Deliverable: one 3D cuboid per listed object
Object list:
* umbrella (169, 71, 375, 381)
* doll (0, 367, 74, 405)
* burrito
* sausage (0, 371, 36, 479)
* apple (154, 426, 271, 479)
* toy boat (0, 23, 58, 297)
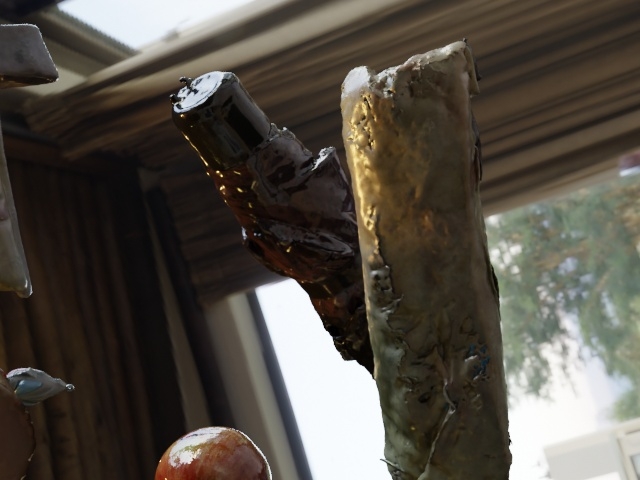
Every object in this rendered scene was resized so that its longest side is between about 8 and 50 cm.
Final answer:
[{"bbox_3d":[0.000,0.000,0.736,0.326,0.090,0.094,54,-132,-31],"label":"umbrella"},{"bbox_3d":[-0.327,0.158,1.050,0.039,0.114,0.057,-114,33,-68],"label":"doll"},{"bbox_3d":[0.039,0.018,0.344,0.042,0.051,0.171,-35,-61,-65],"label":"burrito"},{"bbox_3d":[-0.281,0.075,0.593,0.253,0.123,0.123,33,163,43],"label":"sausage"},{"bbox_3d":[-0.135,0.311,1.243,0.146,0.146,0.131,66,-151,-17],"label":"apple"},{"bbox_3d":[-0.430,-0.102,1.024,0.111,0.276,0.293,-129,49,-88],"label":"toy boat"}]
